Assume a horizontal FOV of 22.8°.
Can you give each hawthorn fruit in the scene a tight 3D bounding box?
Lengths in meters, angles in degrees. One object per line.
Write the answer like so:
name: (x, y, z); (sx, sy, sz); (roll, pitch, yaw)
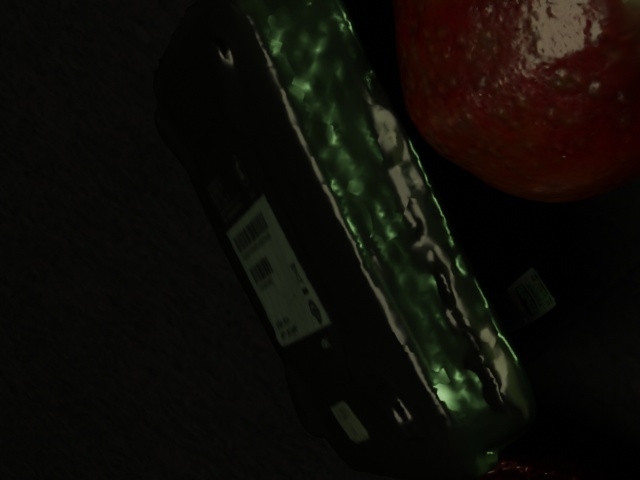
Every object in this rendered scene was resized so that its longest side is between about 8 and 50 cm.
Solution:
hawthorn fruit: (0.161, -0.132, 0.928); (0.250, 0.215, 0.215); (-14, 100, 39)

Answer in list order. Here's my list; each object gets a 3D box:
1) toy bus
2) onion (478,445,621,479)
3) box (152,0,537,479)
toy bus: (0.110, 0.064, 1.149); (0.131, 0.052, 0.037); (-33, 90, 42)
onion: (0.141, 0.279, 1.102); (0.276, 0.276, 0.276); (16, 118, 32)
box: (0.000, 0.000, 1.081); (0.350, 0.091, 0.359); (65, 165, 2)
